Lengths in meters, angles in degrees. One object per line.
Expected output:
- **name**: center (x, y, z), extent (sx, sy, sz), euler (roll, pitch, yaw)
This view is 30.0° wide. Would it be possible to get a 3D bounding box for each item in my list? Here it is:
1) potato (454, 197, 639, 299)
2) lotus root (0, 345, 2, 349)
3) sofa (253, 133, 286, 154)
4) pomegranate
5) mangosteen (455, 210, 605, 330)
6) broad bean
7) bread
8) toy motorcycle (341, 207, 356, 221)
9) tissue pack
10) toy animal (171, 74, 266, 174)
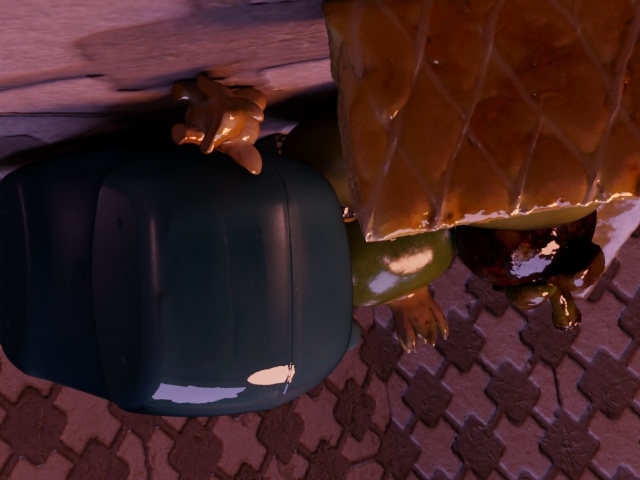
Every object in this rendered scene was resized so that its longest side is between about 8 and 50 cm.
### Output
- **potato**: center (0.317, -0.082, 1.503), extent (0.211, 0.189, 0.264), euler (-55, 174, -44)
- **lotus root**: center (-0.302, 0.037, 1.196), extent (0.303, 0.146, 0.131), euler (-7, 179, 11)
- **sofa**: center (-0.001, -0.075, 1.066), extent (0.118, 0.039, 0.060), euler (-8, 178, -30)
- **pomegranate**: center (0.083, 0.022, 1.404), extent (0.187, 0.225, 0.187), euler (-24, 177, -1)
- **mangosteen**: center (0.244, -0.009, 1.347), extent (0.172, 0.184, 0.172), euler (-40, 155, -23)
- **broad bean**: center (0.088, -0.059, 0.901), extent (0.263, 0.121, 0.189), euler (-9, 174, 38)
- **bread**: center (0.100, -0.071, 0.617), extent (0.188, 0.125, 0.068), euler (-9, 178, -7)
- **toy motorcycle**: center (0.127, -0.065, 1.211), extent (0.263, 0.091, 0.157), euler (-8, -179, -37)
- **tissue pack**: center (-0.106, 0.022, 0.899), extent (0.206, 0.198, 0.287), euler (-5, -175, -38)
- **toy animal**: center (-0.053, -0.076, 0.754), extent (0.081, 0.060, 0.083), euler (-10, 169, 32)
